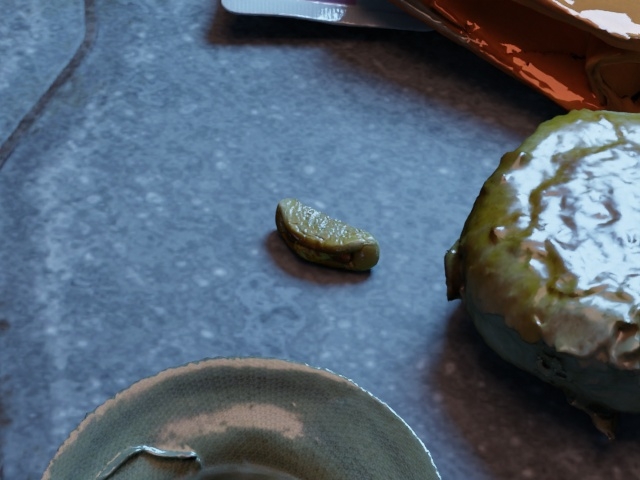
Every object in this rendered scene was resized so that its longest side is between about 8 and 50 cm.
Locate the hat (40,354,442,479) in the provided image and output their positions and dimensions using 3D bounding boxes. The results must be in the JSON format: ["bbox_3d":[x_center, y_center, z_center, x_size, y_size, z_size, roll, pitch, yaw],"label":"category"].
[{"bbox_3d":[-0.045,0.199,1.136,0.252,0.110,0.252,0,52,0],"label":"hat"}]

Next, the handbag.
[{"bbox_3d":[0.250,-0.287,1.624,0.303,0.116,0.410,33,51,17],"label":"handbag"}]

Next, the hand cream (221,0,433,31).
[{"bbox_3d":[0.010,-0.324,1.691,0.185,0.118,0.358,6,51,-7],"label":"hand cream"}]

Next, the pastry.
[{"bbox_3d":[0.219,0.017,1.327,0.236,0.121,0.257,24,50,22],"label":"pastry"}]

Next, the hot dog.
[{"bbox_3d":[0.000,0.000,1.402,0.090,0.030,0.034,25,50,23],"label":"hot dog"}]
